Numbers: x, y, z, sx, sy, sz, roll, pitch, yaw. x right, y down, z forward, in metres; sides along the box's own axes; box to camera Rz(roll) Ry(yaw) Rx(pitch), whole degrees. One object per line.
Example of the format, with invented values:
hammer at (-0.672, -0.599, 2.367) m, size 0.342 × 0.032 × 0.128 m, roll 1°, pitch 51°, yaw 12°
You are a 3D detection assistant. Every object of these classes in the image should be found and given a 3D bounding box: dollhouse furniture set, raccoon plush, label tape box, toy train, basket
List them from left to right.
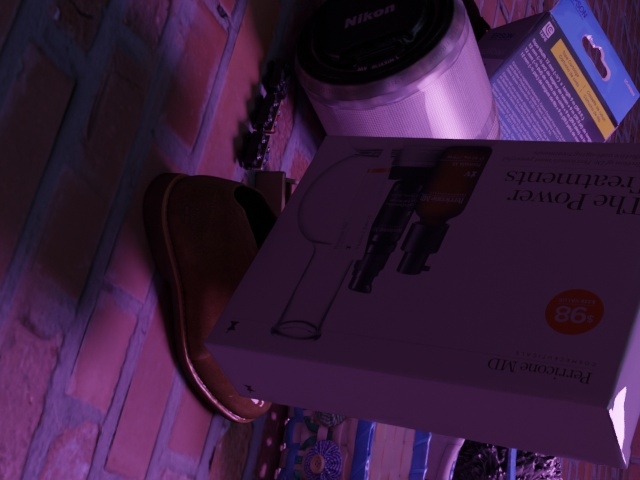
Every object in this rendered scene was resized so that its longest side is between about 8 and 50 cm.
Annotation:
toy train at (-0.062, -0.145, 1.223) m, size 0.036 × 0.027 × 0.158 m, roll 67°, pitch 33°, yaw -57°
dollhouse furniture set at (0.000, 0.000, 1.175) m, size 0.101 × 0.182 × 0.160 m, roll 5°, pitch 86°, yaw -63°
basket at (0.097, 0.257, 1.255) m, size 0.201 × 0.289 × 0.254 m, roll 44°, pitch 49°, yaw -61°
raccoon plush at (0.267, 0.411, 1.543) m, size 0.446 × 0.216 × 0.299 m, roll 123°, pitch -27°, yaw -61°
label tape box at (0.327, -0.204, 1.670) m, size 0.347 × 0.115 × 0.249 m, roll -49°, pitch 120°, yaw -15°

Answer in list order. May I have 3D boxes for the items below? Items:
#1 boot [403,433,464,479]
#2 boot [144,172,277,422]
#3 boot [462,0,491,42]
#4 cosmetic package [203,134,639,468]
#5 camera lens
boot at (0.181, 0.229, 1.539) m, size 0.095 × 0.123 × 0.258 m, roll 12°, pitch 95°, yaw -71°
boot at (-0.085, 0.072, 1.089) m, size 0.112 × 0.115 × 0.305 m, roll -56°, pitch 139°, yaw -50°
boot at (0.232, -0.355, 1.766) m, size 0.248 × 0.090 × 0.206 m, roll 60°, pitch 28°, yaw -43°
cosmetic package at (0.121, 0.034, 0.951) m, size 0.284 × 0.377 × 0.097 m, roll -63°, pitch 142°, yaw -32°
camera lens at (0.105, -0.185, 1.336) m, size 0.274 × 0.219 × 0.219 m, roll 60°, pitch 40°, yaw -45°
